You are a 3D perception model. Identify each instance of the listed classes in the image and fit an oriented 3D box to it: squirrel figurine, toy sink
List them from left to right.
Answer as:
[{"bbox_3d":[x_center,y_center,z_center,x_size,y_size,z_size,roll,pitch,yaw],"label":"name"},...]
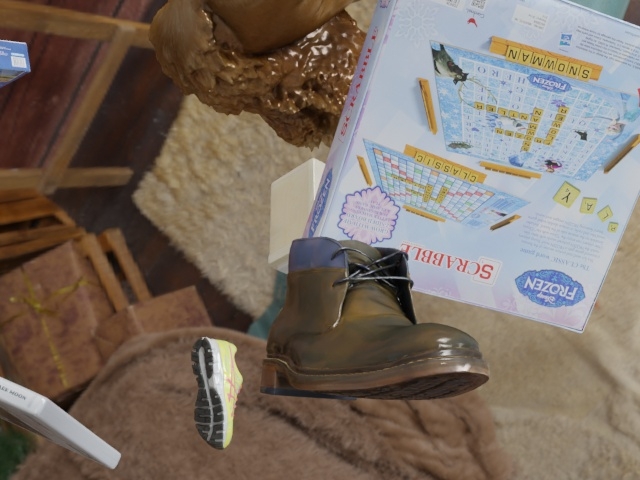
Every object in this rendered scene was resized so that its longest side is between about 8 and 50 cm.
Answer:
[{"bbox_3d":[0.000,-0.315,1.029,0.281,0.370,0.397,38,122,31],"label":"squirrel figurine"},{"bbox_3d":[0.000,0.000,1.536,0.131,0.153,0.234,-28,52,39],"label":"toy sink"}]

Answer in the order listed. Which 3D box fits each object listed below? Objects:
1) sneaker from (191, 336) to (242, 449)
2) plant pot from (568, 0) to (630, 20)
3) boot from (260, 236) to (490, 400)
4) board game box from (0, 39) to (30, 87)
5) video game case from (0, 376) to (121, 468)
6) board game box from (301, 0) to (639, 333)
[{"bbox_3d":[-0.179,0.283,1.595,0.081,0.094,0.208,-8,83,40],"label":"sneaker"},{"bbox_3d":[0.365,-0.426,1.387,0.341,0.341,0.334,15,89,29],"label":"plant pot"},{"bbox_3d":[0.021,0.038,0.496,0.219,0.082,0.106,-19,65,62],"label":"boot"},{"bbox_3d":[-0.437,-0.186,0.913,0.136,0.201,0.035,-13,85,39],"label":"board game box"},{"bbox_3d":[-0.308,0.167,0.863,0.173,0.190,0.022,18,66,19],"label":"video game case"},{"bbox_3d":[0.176,-0.091,0.866,0.319,0.066,0.318,15,104,-15],"label":"board game box"}]
